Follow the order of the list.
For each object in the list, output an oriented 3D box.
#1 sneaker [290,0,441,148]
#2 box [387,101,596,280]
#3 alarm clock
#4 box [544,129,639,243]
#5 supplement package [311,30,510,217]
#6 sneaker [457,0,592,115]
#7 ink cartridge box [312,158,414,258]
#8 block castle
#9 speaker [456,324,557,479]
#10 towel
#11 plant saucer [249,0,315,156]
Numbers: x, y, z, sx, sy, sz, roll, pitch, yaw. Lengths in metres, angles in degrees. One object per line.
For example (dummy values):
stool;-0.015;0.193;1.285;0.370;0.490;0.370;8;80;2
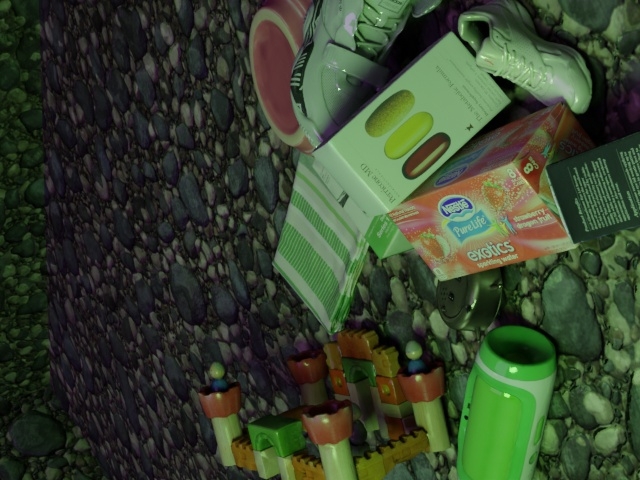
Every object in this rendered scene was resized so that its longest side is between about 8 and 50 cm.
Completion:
sneaker;0.069;-0.316;1.556;0.210;0.137;0.365;-18;61;54
box;0.251;-0.062;1.437;0.154;0.142;0.300;51;150;-13
alarm clock;0.228;0.071;1.627;0.192;0.064;0.129;-117;39;-61
box;0.406;-0.083;1.227;0.207;0.153;0.108;-23;86;59
supplement package;0.128;-0.163;1.470;0.139;0.244;0.134;48;170;-6
sneaker;0.270;-0.243;1.389;0.232;0.115;0.090;49;141;32
ink cartridge box;0.113;-0.093;1.657;0.219;0.160;0.092;54;143;25
block castle;0.003;0.299;1.878;0.453;0.303;0.212;-3;101;56
speaker;0.291;0.284;1.599;0.131;0.131;0.296;37;133;43
towel;0.000;0.000;1.988;0.248;0.038;0.325;49;141;34
plant saucer;-0.042;-0.300;1.816;0.332;0.084;0.332;50;149;45
